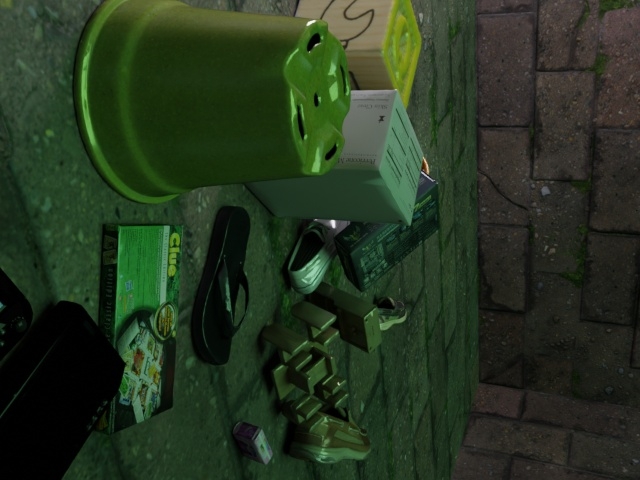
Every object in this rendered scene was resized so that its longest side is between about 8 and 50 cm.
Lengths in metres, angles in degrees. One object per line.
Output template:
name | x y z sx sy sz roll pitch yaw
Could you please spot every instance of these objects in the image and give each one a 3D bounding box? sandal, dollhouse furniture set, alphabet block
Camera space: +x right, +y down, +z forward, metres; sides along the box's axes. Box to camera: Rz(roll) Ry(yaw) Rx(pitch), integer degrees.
sandal | -0.144 0.070 1.034 0.097 0.054 0.255 21 75 -66
dollhouse furniture set | -0.019 0.206 1.313 0.242 0.161 0.212 -36 131 -33
alphabet block | 0.068 -0.370 1.268 0.193 0.197 0.192 50 49 -59

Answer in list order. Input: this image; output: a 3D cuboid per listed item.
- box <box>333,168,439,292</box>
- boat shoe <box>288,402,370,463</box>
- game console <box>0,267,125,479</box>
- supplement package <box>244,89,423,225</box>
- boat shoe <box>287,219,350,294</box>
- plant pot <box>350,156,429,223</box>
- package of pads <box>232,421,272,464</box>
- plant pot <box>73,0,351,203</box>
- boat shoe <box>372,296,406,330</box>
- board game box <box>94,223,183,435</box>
box | 0.143 -0.017 1.355 0.232 0.059 0.183 -40 152 -10
boat shoe | 0.037 0.421 1.460 0.324 0.123 0.116 34 61 -66
game console | -0.324 0.110 0.627 0.361 0.044 0.213 70 35 -43
supplement package | 0.016 -0.135 1.107 0.204 0.261 0.145 48 50 -59
boat shoe | 0.000 0.000 1.326 0.076 0.083 0.226 69 35 -48
plant pot | 0.132 -0.099 1.505 0.188 0.205 0.205 93 17 -48
package of pads | -0.119 0.356 1.159 0.032 0.050 0.083 -57 145 -39
plant pot | -0.108 -0.176 0.816 0.276 0.254 0.276 5 90 -67
boat shoe | 0.184 0.191 1.809 0.223 0.080 0.073 -18 116 -61
board game box | -0.235 0.107 0.864 0.136 0.030 0.260 -1 96 -65
